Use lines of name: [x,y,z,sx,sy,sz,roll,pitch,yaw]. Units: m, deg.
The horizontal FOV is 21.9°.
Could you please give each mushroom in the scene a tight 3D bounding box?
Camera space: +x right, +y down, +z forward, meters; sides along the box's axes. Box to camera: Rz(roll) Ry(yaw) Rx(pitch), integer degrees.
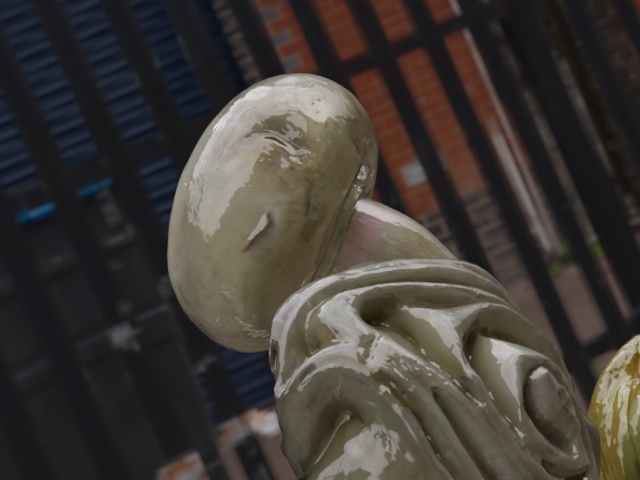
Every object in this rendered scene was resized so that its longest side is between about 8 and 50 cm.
mushroom: [-0.029,-0.013,1.841,0.315,0.356,0.315,-23,44,24]

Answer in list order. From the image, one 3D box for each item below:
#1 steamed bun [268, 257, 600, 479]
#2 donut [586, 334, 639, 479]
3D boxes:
steamed bun: [0.113,0.159,1.308,0.219,0.310,0.324,-14,0,23]
donut: [0.405,0.225,1.630,0.360,0.360,0.170,-25,20,-25]
